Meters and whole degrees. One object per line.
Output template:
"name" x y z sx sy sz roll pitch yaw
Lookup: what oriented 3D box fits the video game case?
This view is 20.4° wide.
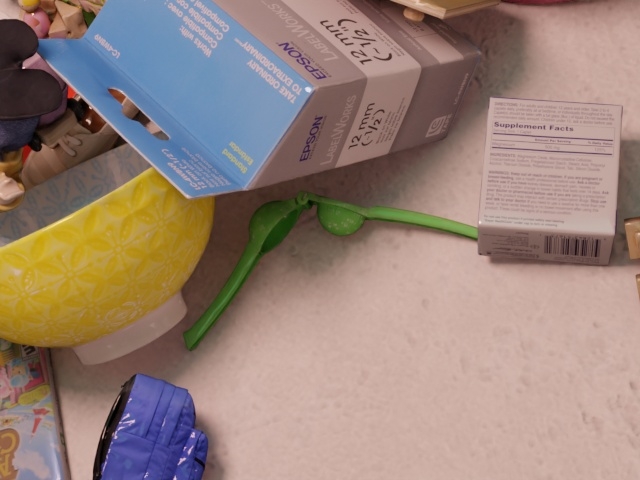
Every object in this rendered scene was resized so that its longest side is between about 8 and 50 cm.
"video game case" -0.354 0.191 1.727 0.212 0.023 0.193 -17 61 7

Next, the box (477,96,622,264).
"box" 0.213 -0.056 1.655 0.126 0.072 0.137 4 66 8

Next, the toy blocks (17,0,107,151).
"toy blocks" -0.285 -0.315 1.766 0.288 0.260 0.309 29 60 35

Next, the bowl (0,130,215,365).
"bowl" -0.209 0.023 1.676 0.289 0.289 0.156 -26 103 2

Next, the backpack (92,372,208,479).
"backpack" -0.154 0.189 1.634 0.101 0.098 0.120 17 67 -9

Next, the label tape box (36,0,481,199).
"label tape box" -0.057 -0.177 1.664 0.347 0.115 0.249 -15 48 -45

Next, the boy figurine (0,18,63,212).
"boy figurine" -0.333 -0.101 1.680 0.092 0.285 0.177 -17 76 -34

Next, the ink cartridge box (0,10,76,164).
"ink cartridge box" -0.354 -0.168 1.894 0.179 0.045 0.145 27 75 28

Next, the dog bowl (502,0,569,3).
"dog bowl" 0.225 -0.418 1.796 0.407 0.150 0.408 -7 63 13

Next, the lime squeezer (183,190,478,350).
"lime squeezer" 0.000 0.000 1.705 0.310 0.059 0.110 -19 61 5

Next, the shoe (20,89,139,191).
"shoe" -0.232 -0.132 1.832 0.076 0.058 0.219 38 79 27

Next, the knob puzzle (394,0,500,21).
"knob puzzle" 0.056 -0.245 1.694 0.213 0.213 0.030 26 111 25

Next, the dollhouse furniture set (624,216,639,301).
"dollhouse furniture set" 0.352 -0.013 1.630 0.144 0.123 0.151 -11 97 10
